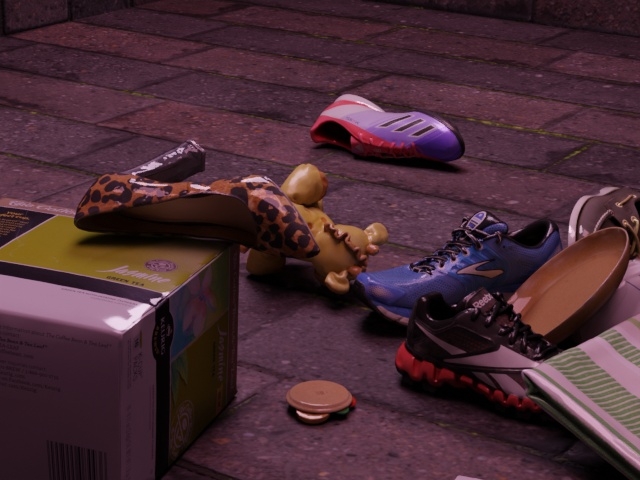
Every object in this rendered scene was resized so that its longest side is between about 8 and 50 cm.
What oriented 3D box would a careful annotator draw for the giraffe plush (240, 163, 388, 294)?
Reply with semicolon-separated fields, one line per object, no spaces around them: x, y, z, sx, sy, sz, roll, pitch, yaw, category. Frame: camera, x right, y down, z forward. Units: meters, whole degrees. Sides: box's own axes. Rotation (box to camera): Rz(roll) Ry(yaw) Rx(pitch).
0.000;0.000;2.105;0.170;0.181;0.210;30;-4;10;giraffe plush

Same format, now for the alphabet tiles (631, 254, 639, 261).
0.570;0.056;2.171;0.343;0.011;0.285;-4;20;-14;alphabet tiles

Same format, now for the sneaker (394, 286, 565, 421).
0.220;0.131;1.768;0.276;0.135;0.098;14;21;28;sneaker

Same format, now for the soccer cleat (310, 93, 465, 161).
0.125;-0.191;2.735;0.318;0.108;0.116;19;47;37;soccer cleat

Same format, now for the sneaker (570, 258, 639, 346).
0.461;0.089;1.942;0.297;0.111;0.129;-20;51;-26;sneaker

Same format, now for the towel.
0.405;0.179;1.679;0.325;0.038;0.248;-19;46;-44;towel

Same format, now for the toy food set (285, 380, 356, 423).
0.000;0.192;1.753;0.083;0.020;0.083;-10;22;-28;toy food set

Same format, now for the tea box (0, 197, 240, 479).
-0.298;0.115;1.659;0.329;0.220;0.323;9;22;18;tea box

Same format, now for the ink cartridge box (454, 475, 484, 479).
0.174;0.274;1.520;0.083;0.028;0.048;10;22;23;ink cartridge box

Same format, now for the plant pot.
0.314;0.074;1.898;0.236;0.032;0.236;-42;11;10;plant pot

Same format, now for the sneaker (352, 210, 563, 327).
0.193;0.030;2.028;0.330;0.147;0.130;-10;22;-26;sneaker

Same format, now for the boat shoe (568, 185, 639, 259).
0.445;-0.019;2.199;0.091;0.109;0.305;5;16;25;boat shoe

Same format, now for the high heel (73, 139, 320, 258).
-0.142;-0.012;1.634;0.186;0.093;0.261;-32;48;-32;high heel
